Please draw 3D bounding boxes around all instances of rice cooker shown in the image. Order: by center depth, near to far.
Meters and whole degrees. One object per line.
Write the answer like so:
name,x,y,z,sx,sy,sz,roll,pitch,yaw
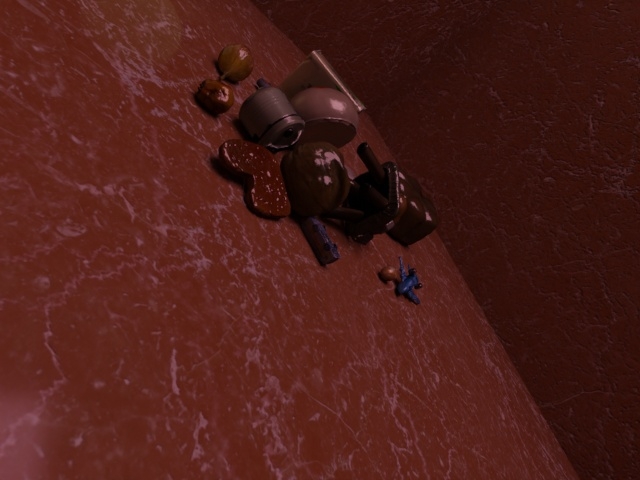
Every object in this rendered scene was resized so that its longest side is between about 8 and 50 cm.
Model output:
rice cooker,-0.191,-0.470,1.666,0.244,0.226,0.226,53,23,9

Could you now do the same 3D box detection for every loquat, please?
loquat,-0.386,-0.532,1.524,0.137,0.113,0.137,19,49,-22

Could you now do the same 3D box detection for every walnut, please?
walnut,-0.021,-0.235,1.583,0.282,0.253,0.277,-69,144,-75

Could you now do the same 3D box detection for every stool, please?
stool,0.165,-0.215,1.800,0.226,0.310,0.311,27,51,-37

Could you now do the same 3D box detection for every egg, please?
egg,0.308,0.151,1.890,0.083,0.071,0.071,12,45,-51

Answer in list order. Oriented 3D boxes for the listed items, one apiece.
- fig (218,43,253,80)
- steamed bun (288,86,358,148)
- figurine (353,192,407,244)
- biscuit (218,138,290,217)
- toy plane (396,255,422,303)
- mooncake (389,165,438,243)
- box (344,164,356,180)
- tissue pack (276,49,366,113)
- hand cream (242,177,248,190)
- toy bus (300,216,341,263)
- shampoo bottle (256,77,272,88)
fig,-0.394,-0.769,1.836,0.159,0.159,0.257,43,42,-21
steamed bun,-0.009,-0.573,1.936,0.374,0.374,0.242,14,65,-55
figurine,0.279,-0.118,1.949,0.167,0.284,0.343,37,30,-36
biscuit,-0.221,-0.201,1.394,0.262,0.052,0.277,-7,78,-55
toy plane,0.429,0.204,2.010,0.254,0.105,0.271,67,19,-3
mooncake,0.498,-0.212,2.517,0.467,0.262,0.467,40,29,-27
box,0.113,-0.402,2.342,0.285,0.044,0.142,19,38,-51
tissue pack,-0.005,-0.768,2.274,0.405,0.331,0.205,49,22,-6
hand cream,-0.250,-0.237,1.451,0.076,0.047,0.174,25,45,-48
toy bus,0.000,0.000,1.528,0.064,0.075,0.191,9,47,-60
shampoo bottle,-0.250,-0.725,2.095,0.214,0.072,0.072,56,24,6
